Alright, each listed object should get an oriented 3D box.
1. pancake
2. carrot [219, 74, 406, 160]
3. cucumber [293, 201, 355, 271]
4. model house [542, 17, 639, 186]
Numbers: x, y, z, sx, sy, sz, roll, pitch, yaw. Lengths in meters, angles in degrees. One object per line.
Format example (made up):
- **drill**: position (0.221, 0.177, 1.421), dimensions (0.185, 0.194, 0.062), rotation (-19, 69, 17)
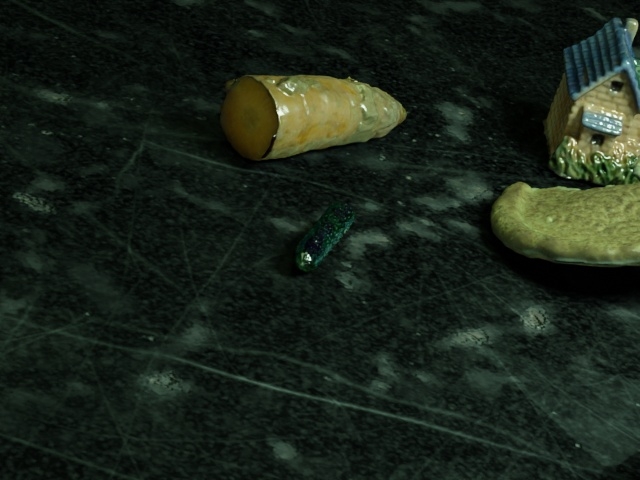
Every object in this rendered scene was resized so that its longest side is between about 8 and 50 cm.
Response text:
- **pancake**: position (0.330, -0.035, 1.869), dimensions (0.288, 0.033, 0.286), rotation (4, 26, 18)
- **carrot**: position (0.009, -0.138, 1.942), dimensions (0.263, 0.102, 0.102), rotation (-5, 33, -45)
- **cucumber**: position (0.000, 0.000, 1.724), dimensions (0.032, 0.032, 0.133), rotation (21, 29, 10)
- **model house**: position (0.375, -0.165, 2.073), dimensions (0.183, 0.172, 0.166), rotation (14, 26, -4)
